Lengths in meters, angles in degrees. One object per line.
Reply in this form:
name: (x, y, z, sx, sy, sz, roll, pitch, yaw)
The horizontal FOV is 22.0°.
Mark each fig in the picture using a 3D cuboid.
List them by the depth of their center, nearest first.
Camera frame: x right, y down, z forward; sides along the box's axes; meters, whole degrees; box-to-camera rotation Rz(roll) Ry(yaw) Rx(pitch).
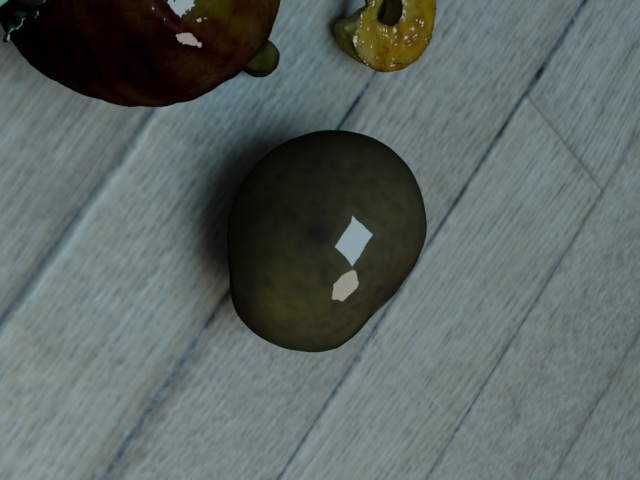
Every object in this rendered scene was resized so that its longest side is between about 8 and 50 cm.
fig: (-0.093, -0.180, 1.214, 0.321, 0.217, 0.217, 27, 84, -61)

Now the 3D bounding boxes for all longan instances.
longan: (0.000, 0.000, 1.349, 0.167, 0.167, 0.187, 18, 89, -43)

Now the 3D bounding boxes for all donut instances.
donut: (0.054, -0.199, 1.420, 0.097, 0.043, 0.108, 15, 91, -42)

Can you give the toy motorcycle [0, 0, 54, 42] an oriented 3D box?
toy motorcycle: (-0.266, -0.201, 1.022, 0.331, 0.196, 0.125, -45, 171, -1)
